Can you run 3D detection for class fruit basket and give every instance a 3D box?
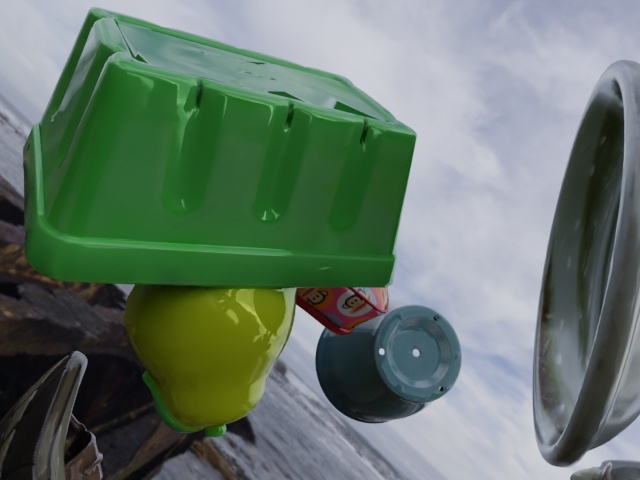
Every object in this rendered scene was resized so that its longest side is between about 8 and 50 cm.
[{"bbox_3d":[-0.110,-0.001,0.553,0.283,0.392,0.392,54,-1,45],"label":"fruit basket"}]

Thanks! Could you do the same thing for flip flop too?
[{"bbox_3d":[-0.233,0.219,0.449,0.080,0.112,0.277,42,12,-40],"label":"flip flop"}]

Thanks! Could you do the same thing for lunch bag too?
[{"bbox_3d":[0.000,0.000,0.939,0.258,0.120,0.293,41,28,-31],"label":"lunch bag"}]

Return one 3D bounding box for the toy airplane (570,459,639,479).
[{"bbox_3d":[0.378,0.439,0.546,0.384,0.386,0.272,46,-11,3],"label":"toy airplane"}]

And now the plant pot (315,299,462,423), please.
[{"bbox_3d":[0.150,0.244,1.078,0.271,0.271,0.255,43,-22,0],"label":"plant pot"}]

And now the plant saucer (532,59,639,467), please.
[{"bbox_3d":[0.302,0.030,0.527,0.100,0.400,0.400,9,-24,16],"label":"plant saucer"}]
